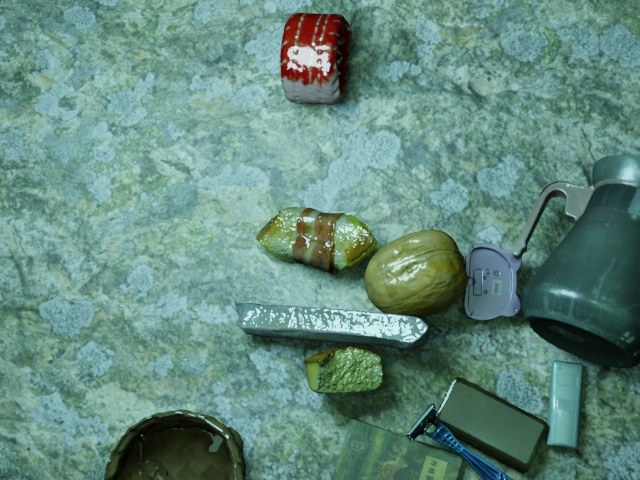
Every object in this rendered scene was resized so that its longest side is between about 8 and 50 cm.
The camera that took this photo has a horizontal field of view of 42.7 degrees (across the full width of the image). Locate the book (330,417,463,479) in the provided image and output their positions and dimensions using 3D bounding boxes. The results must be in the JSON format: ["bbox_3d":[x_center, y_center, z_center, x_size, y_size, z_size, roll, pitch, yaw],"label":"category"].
[{"bbox_3d":[0.142,0.453,1.569,0.228,0.024,0.160,18,78,12],"label":"book"}]

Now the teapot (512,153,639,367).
[{"bbox_3d":[0.517,0.031,1.513,0.300,0.253,0.344,21,74,25],"label":"teapot"}]

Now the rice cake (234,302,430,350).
[{"bbox_3d":[0.018,0.168,1.590,0.399,0.070,0.064,3,69,21],"label":"rice cake"}]

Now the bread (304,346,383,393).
[{"bbox_3d":[0.039,0.248,1.577,0.156,0.125,0.086,-2,84,-19],"label":"bread"}]

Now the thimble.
[{"bbox_3d":[-0.009,-0.377,1.700,0.125,0.163,0.189,4,78,10],"label":"thimble"}]

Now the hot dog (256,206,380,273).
[{"bbox_3d":[0.004,-0.002,1.654,0.262,0.093,0.123,15,89,26],"label":"hot dog"}]

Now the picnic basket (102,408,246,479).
[{"bbox_3d":[-0.279,0.475,1.472,0.293,0.337,0.337,-3,77,7],"label":"picnic basket"}]

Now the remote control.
[{"bbox_3d":[0.465,0.310,1.554,0.061,0.029,0.162,5,78,7],"label":"remote control"}]

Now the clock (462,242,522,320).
[{"bbox_3d":[0.336,0.085,1.609,0.110,0.050,0.152,3,79,8],"label":"clock"}]

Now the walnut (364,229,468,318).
[{"bbox_3d":[0.183,0.069,1.580,0.197,0.165,0.165,-30,75,9],"label":"walnut"}]

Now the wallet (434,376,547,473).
[{"bbox_3d":[0.323,0.349,1.563,0.198,0.031,0.110,26,82,13],"label":"wallet"}]

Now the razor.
[{"bbox_3d":[0.285,0.410,1.537,0.253,0.042,0.082,37,95,5],"label":"razor"}]
